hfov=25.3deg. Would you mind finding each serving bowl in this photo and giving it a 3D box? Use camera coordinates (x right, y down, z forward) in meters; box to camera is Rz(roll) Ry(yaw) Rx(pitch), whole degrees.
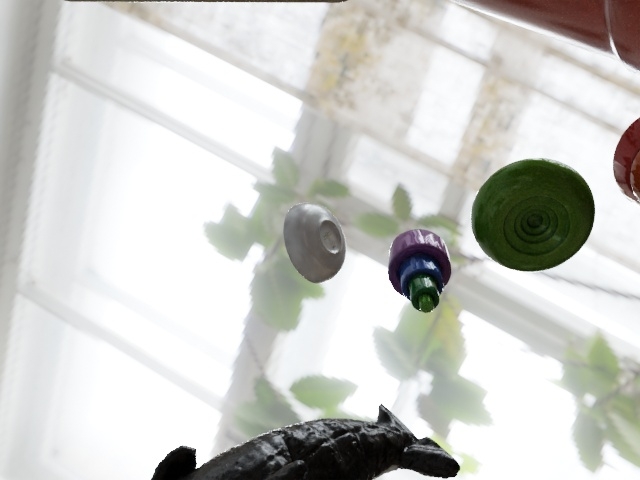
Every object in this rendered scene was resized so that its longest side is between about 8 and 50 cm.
[{"bbox_3d":[0.000,0.000,1.416,0.083,0.027,0.083,25,-124,-45],"label":"serving bowl"}]

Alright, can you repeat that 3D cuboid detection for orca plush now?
[{"bbox_3d":[-0.016,0.189,0.993,0.287,0.151,0.102,-11,-20,-30],"label":"orca plush"}]

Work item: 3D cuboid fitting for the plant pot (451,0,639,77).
[{"bbox_3d":[0.242,-0.274,1.205,0.272,0.265,0.272,-33,-46,-43],"label":"plant pot"}]

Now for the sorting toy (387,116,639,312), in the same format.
[{"bbox_3d":[0.240,-0.008,1.391,0.126,0.365,0.127,-95,-19,-61],"label":"sorting toy"}]

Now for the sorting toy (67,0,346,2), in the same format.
[{"bbox_3d":[-0.049,-0.186,0.842,0.196,0.347,0.047,-78,-14,-50],"label":"sorting toy"}]
